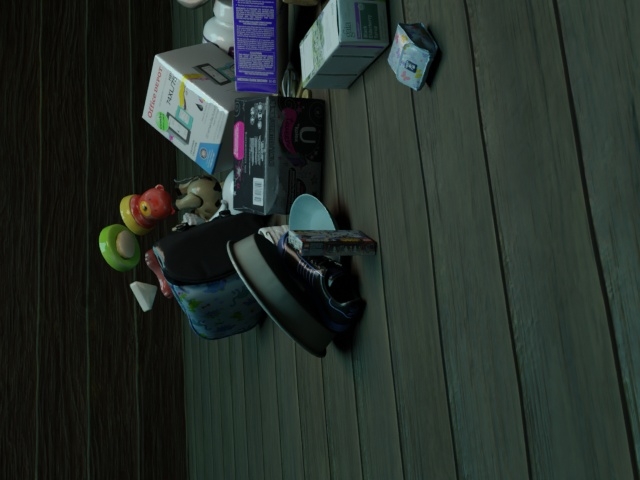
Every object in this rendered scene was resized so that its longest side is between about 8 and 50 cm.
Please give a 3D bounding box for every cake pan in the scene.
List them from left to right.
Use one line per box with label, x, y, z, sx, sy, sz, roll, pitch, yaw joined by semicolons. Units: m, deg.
cake pan;-0.066;0.098;1.675;0.054;0.293;0.293;-40;31;7

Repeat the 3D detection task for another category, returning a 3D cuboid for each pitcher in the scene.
pitcher;-0.219;-0.093;2.252;0.125;0.178;0.207;49;145;24

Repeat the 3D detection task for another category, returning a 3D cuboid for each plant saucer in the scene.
plant saucer;0.000;0.000;1.717;0.195;0.037;0.195;32;129;52

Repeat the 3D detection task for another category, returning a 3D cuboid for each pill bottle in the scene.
pill bottle;-0.239;-0.505;2.332;0.169;0.169;0.301;-113;29;-52

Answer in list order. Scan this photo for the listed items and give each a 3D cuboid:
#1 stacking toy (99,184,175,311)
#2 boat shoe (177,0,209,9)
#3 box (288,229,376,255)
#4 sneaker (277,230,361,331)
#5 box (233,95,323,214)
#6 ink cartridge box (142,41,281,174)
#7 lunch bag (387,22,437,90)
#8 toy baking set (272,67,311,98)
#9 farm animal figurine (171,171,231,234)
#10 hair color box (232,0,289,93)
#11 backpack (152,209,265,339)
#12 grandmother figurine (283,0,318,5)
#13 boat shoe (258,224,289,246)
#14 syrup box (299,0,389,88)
stacking toy;-0.445;0.018;2.360;0.309;0.130;0.279;58;-154;-15
boat shoe;-0.241;-0.744;2.262;0.355;0.132;0.130;-49;-8;1
box;0.019;0.004;1.533;0.094;0.137;0.027;-140;52;-69
sneaker;0.002;0.057;1.626;0.232;0.081;0.090;54;141;23
box;-0.090;-0.182;1.851;0.163;0.142;0.247;12;102;58
ink cartridge box;-0.280;-0.341;2.189;0.270;0.197;0.198;39;131;21
lunch bag;0.140;-0.277;1.295;0.071;0.053;0.083;107;147;-46
toy baking set;-0.065;-0.298;2.006;0.256;0.030;0.196;-145;63;-62
farm animal figurine;-0.287;-0.087;2.459;0.327;0.172;0.330;52;-154;-54
hair color box;-0.131;-0.519;1.910;0.185;0.110;0.339;-80;-5;-54
backpack;-0.268;0.105;2.260;0.355;0.290;0.273;119;131;-70
grandmother figurine;-0.030;-0.670;1.783;0.208;0.104;0.342;-178;91;-76
boat shoe;-0.093;0.081;1.967;0.098;0.096;0.277;109;155;-44
syrup box;0.039;-0.354;1.547;0.237;0.096;0.093;151;116;-70
